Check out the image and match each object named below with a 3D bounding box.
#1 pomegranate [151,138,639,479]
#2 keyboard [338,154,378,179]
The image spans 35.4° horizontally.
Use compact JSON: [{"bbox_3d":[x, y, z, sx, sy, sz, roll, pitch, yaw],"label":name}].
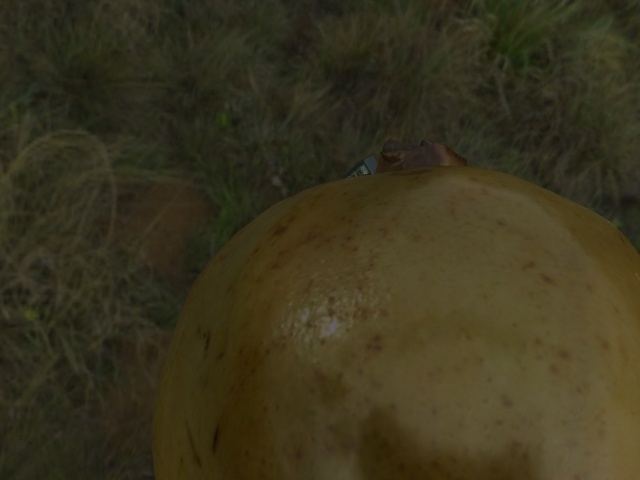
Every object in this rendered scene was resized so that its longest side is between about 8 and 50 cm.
[{"bbox_3d":[0.045,0.080,0.467,0.264,0.264,0.264,8,50,-10],"label":"pomegranate"},{"bbox_3d":[0.001,0.000,0.729,0.014,0.176,0.055,-23,82,-37],"label":"keyboard"}]
